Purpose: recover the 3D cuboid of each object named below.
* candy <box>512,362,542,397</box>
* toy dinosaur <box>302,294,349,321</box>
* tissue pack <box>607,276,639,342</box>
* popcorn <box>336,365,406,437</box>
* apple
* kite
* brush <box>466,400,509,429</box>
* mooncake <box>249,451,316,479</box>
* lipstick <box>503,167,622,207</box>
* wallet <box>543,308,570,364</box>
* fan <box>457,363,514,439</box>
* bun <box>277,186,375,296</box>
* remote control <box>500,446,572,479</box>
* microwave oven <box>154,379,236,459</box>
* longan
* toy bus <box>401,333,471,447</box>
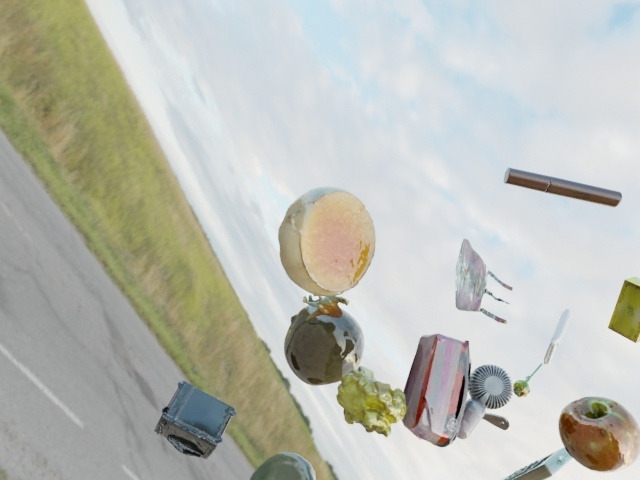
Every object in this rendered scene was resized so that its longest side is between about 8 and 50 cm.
[{"bbox_3d":[0.749,0.493,1.865,0.058,0.193,0.062,38,-43,28],"label":"candy"},{"bbox_3d":[0.021,0.207,1.625,0.142,0.057,0.212,18,-32,13],"label":"toy dinosaur"},{"bbox_3d":[0.957,0.210,1.586,0.095,0.062,0.176,37,-51,51],"label":"tissue pack"},{"bbox_3d":[0.129,0.431,1.392,0.197,0.156,0.198,35,-17,12],"label":"popcorn"},{"bbox_3d":[0.737,0.515,1.378,0.196,0.195,0.196,55,-14,22],"label":"apple"},{"bbox_3d":[0.466,0.142,1.496,0.022,0.204,0.360,-5,-26,42],"label":"kite"},{"bbox_3d":[0.574,0.656,1.953,0.312,0.067,0.072,0,-70,62],"label":"brush"},{"bbox_3d":[-0.132,0.931,1.943,0.275,0.274,0.135,44,-16,51],"label":"mooncake"},{"bbox_3d":[0.759,-0.166,1.639,0.356,0.057,0.057,14,-22,3],"label":"lipstick"},{"bbox_3d":[0.774,0.313,1.701,0.031,0.183,0.124,22,-47,26],"label":"wallet"},{"bbox_3d":[0.470,0.477,1.543,0.130,0.244,0.074,39,-12,14],"label":"fan"},{"bbox_3d":[0.000,0.000,1.423,0.164,0.299,0.299,1,-58,50],"label":"bun"},{"bbox_3d":[0.703,0.810,1.786,0.050,0.145,0.344,57,-42,25],"label":"remote control"},{"bbox_3d":[-0.473,0.678,1.956,0.247,0.188,0.178,30,-47,-2],"label":"microwave oven"},{"bbox_3d":[0.004,0.367,1.828,0.289,0.288,0.350,59,-36,5],"label":"longan"},{"bbox_3d":[0.329,0.418,1.486,0.147,0.303,0.127,23,-16,-17],"label":"toy bus"}]
